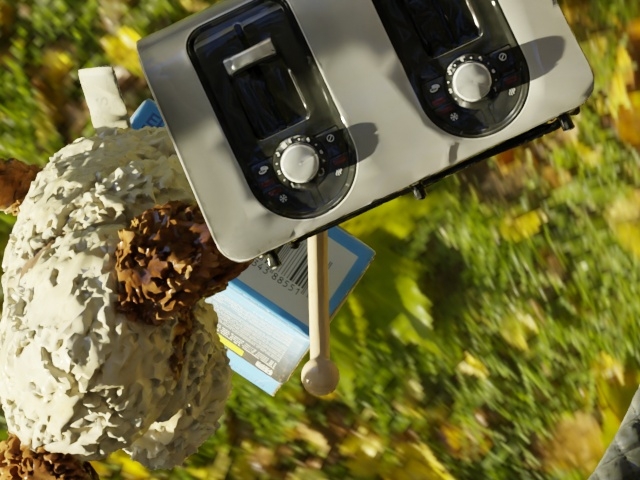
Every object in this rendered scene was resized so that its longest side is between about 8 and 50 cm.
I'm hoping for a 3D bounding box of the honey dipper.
[{"bbox_3d":[0.000,0.000,0.927,0.030,0.030,0.160,-9,59,10],"label":"honey dipper"}]

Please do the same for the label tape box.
[{"bbox_3d":[-0.096,0.015,1.775,0.240,0.333,0.106,34,76,1],"label":"label tape box"}]

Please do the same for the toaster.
[{"bbox_3d":[0.023,-0.070,0.839,0.168,0.186,0.110,-24,92,4],"label":"toaster"}]

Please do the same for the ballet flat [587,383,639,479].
[{"bbox_3d":[0.118,0.087,0.709,0.049,0.057,0.173,19,69,47],"label":"ballet flat"}]

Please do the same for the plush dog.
[{"bbox_3d":[-0.123,0.033,1.130,0.210,0.225,0.262,23,113,-11],"label":"plush dog"}]
